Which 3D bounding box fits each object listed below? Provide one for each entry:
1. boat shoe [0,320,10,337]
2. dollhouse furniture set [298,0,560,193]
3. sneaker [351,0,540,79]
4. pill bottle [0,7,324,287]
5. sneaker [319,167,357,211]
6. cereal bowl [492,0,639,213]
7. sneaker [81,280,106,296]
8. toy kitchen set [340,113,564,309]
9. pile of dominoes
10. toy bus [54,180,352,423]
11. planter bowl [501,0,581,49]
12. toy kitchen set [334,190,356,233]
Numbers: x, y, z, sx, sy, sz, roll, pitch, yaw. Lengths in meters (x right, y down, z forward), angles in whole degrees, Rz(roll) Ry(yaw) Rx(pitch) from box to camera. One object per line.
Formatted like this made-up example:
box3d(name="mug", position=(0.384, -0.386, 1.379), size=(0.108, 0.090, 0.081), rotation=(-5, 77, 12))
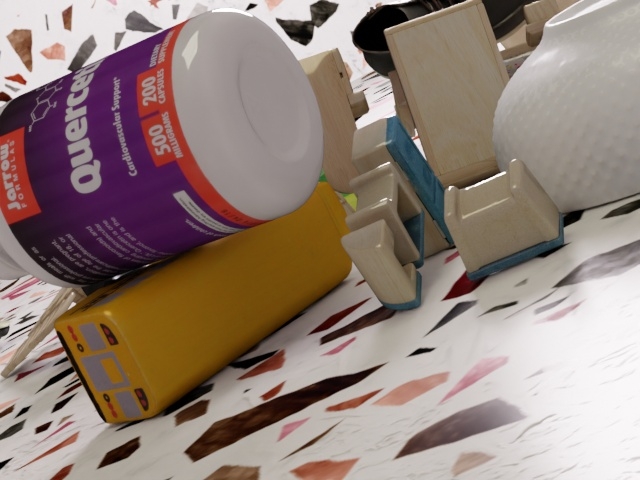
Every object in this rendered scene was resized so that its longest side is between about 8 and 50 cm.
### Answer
box3d(name="boat shoe", position=(-0.475, 0.137, 2.264), size=(0.049, 0.042, 0.133), rotation=(-9, -2, -32))
box3d(name="dollhouse furniture set", position=(0.142, -0.109, 1.728), size=(0.303, 0.174, 0.355), rotation=(-18, -13, 3))
box3d(name="sneaker", position=(0.143, -0.244, 1.701), size=(0.222, 0.083, 0.118), rotation=(-30, -9, 11))
box3d(name="pill bottle", position=(-0.169, -0.067, 1.372), size=(0.323, 0.181, 0.181), rotation=(-19, 12, 30))
box3d(name="sneaker", position=(-0.083, -0.072, 1.786), size=(0.295, 0.123, 0.109), rotation=(-3, -5, 4))
box3d(name="cereal bowl", position=(0.295, -0.158, 1.367), size=(0.339, 0.141, 0.339), rotation=(-26, 8, 4))
box3d(name="sneaker", position=(-0.166, 0.022, 1.715), size=(0.145, 0.090, 0.270), rotation=(-30, 28, -25))
box3d(name="toy kitchen set", position=(0.122, -0.026, 1.312), size=(0.166, 0.122, 0.207), rotation=(-24, 30, 20))
box3d(name="pile of dominoes", position=(-0.296, 0.077, 1.917), size=(0.196, 0.040, 0.251), rotation=(-58, 10, -32))
box3d(name="toy bus", position=(-0.087, 0.039, 1.454), size=(0.332, 0.108, 0.130), rotation=(-34, 12, -40))
box3d(name="planter bowl", position=(0.316, -0.285, 2.125), size=(0.162, 0.109, 0.162), rotation=(-26, 9, 4))
box3d(name="toy kitchen set", position=(0.000, 0.000, 1.679), size=(0.068, 0.075, 0.083), rotation=(-27, -32, -22))
